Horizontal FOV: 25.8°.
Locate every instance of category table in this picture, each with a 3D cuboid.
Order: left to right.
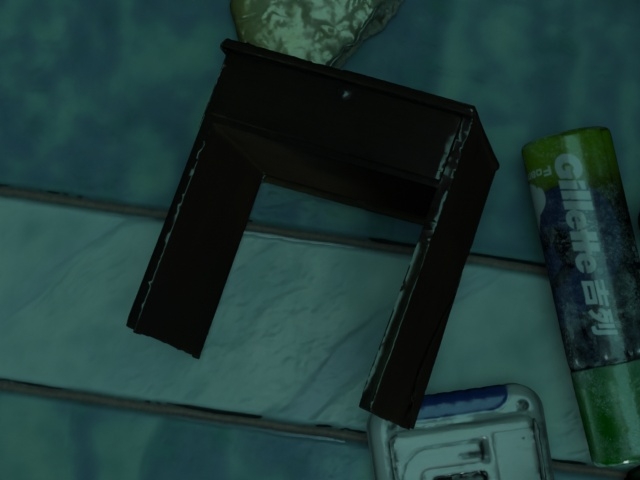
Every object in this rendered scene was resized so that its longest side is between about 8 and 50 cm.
[{"bbox_3d":[0.000,0.000,1.306,0.251,0.196,0.282,18,82,16],"label":"table"}]

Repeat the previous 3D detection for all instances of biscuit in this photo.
[{"bbox_3d":[0.000,-0.273,1.449,0.188,0.040,0.265,6,82,1],"label":"biscuit"}]

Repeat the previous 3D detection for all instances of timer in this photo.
[{"bbox_3d":[0.147,0.273,1.366,0.178,0.078,0.253,-9,84,-3],"label":"timer"}]

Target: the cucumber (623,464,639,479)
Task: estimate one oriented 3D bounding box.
[{"bbox_3d":[0.357,0.239,1.393,0.105,0.048,0.048,-4,83,-2],"label":"cucumber"}]

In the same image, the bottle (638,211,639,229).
[{"bbox_3d":[0.415,-0.063,1.415,0.209,0.097,0.110,-44,129,-5],"label":"bottle"}]

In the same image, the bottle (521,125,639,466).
[{"bbox_3d":[0.279,0.056,1.391,0.093,0.093,0.330,-11,83,-4],"label":"bottle"}]
